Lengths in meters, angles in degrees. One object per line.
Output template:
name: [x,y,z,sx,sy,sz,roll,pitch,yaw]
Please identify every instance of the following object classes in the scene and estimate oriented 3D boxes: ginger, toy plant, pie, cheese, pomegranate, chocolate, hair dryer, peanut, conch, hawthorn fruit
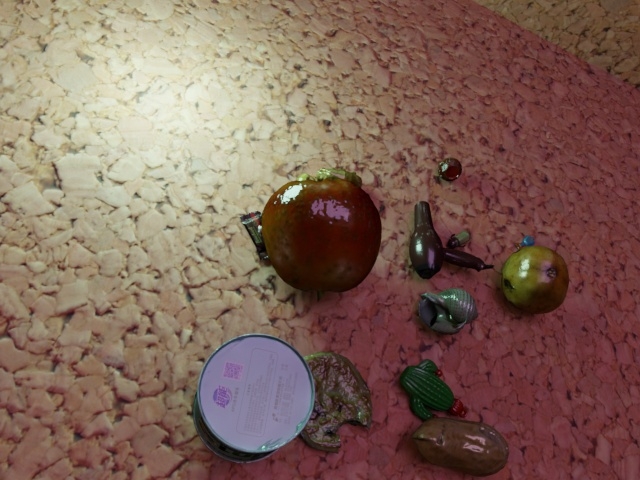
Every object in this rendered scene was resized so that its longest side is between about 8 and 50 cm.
ginger: [0.087,-0.226,2.057,0.206,0.081,0.115,34,87,-11]
toy plant: [0.356,0.500,1.761,0.155,0.088,0.240,-31,88,-20]
pie: [0.022,0.475,1.650,0.303,0.067,0.302,9,61,-16]
cheese: [0.850,0.009,2.269,0.111,0.017,0.047,-22,70,-30]
pomegranate: [0.800,0.147,2.042,0.261,0.260,0.260,10,60,-17]
chocolate: [-0.204,-0.021,1.858,0.086,0.028,0.182,-17,72,-26]
hair dryer: [0.495,0.022,2.053,0.341,0.123,0.312,15,55,-11]
peanut: [0.424,0.627,1.672,0.340,0.158,0.174,15,20,-10]
conch: [0.445,0.247,1.909,0.200,0.131,0.172,13,77,31]
hawthorn fruit: [0.000,0.000,1.740,0.403,0.403,0.402,10,60,-17]

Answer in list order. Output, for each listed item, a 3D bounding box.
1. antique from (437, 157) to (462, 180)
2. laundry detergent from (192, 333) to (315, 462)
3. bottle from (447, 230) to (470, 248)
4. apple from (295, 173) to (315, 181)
antique: [0.535,-0.294,2.264,0.104,0.104,0.104,10,60,-17]
laundry detergent: [-0.185,0.425,1.441,0.288,0.305,0.287,7,62,-12]
bottle: [0.534,0.000,2.134,0.101,0.047,0.063,-26,35,-27]
apple: [-0.053,-0.200,1.990,0.084,0.071,0.083,10,61,-18]
